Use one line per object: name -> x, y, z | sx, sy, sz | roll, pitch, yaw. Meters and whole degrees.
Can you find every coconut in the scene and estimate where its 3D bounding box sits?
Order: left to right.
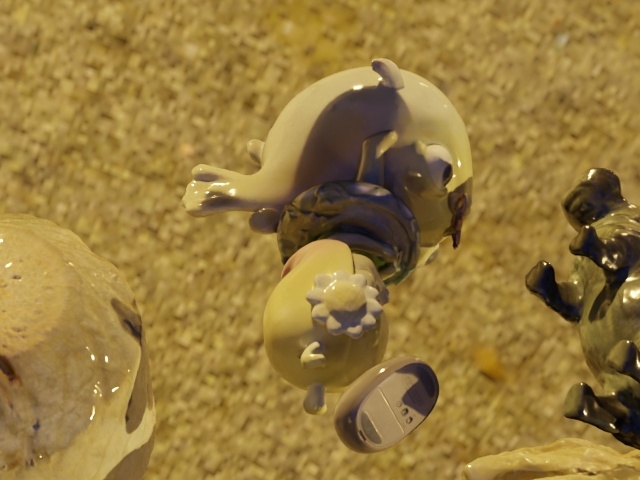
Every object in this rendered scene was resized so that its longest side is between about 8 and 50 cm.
coconut -> -0.291, 0.131, 1.628 | 0.328, 0.329, 0.329 | 13, 46, -14

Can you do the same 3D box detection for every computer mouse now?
computer mouse -> 0.051, 0.133, 1.575 | 0.096, 0.066, 0.039 | -38, 28, -18

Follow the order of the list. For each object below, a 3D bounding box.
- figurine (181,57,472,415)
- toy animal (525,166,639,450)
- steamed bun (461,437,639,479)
figurine -> 0.000, 0.000, 1.780 | 0.274, 0.227, 0.394 | 5, 42, 4
toy animal -> 0.270, 0.040, 1.691 | 0.168, 0.106, 0.343 | 33, 32, -20
steamed bun -> 0.234, 0.285, 1.785 | 0.428, 0.247, 0.189 | 6, 23, -41
